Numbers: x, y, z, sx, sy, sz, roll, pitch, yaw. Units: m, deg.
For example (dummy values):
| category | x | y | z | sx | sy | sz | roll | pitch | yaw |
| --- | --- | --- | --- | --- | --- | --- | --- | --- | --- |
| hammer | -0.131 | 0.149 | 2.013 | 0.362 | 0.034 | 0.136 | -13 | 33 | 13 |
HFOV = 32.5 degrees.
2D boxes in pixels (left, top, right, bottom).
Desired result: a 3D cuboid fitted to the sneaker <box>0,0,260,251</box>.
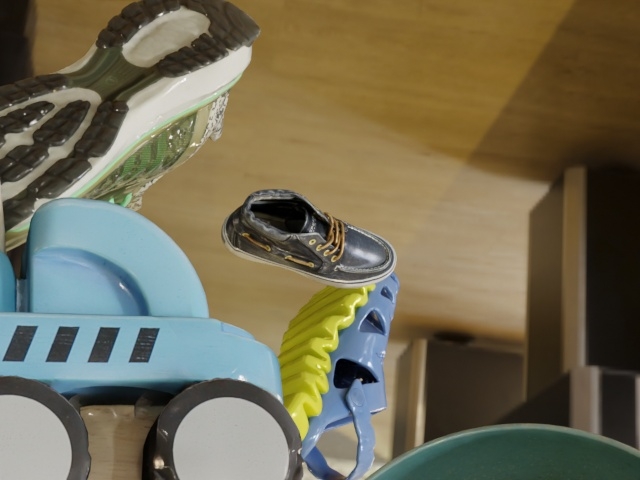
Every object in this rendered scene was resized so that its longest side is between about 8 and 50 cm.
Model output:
| category | x | y | z | sx | sy | sz | roll | pitch | yaw |
| --- | --- | --- | --- | --- | --- | --- | --- | --- | --- |
| sneaker | -0.209 | -0.068 | 1.031 | 0.158 | 0.410 | 0.182 | 32 | 144 | 28 |

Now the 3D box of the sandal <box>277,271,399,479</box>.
| category | x | y | z | sx | sy | sz | roll | pitch | yaw |
| --- | --- | --- | --- | --- | --- | --- | --- | --- | --- |
| sandal | 0.023 | 0.152 | 1.237 | 0.138 | 0.317 | 0.126 | 44 | 136 | -15 |

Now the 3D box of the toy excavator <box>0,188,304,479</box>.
| category | x | y | z | sx | sy | sz | roll | pitch | yaw |
| --- | --- | --- | --- | --- | --- | --- | --- | --- | --- |
| toy excavator | -0.249 | 0.033 | 0.840 | 0.433 | 0.445 | 0.222 | 4 | 150 | -18 |

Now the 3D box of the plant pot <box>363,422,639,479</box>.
| category | x | y | z | sx | sy | sz | roll | pitch | yaw |
| --- | --- | --- | --- | --- | --- | --- | --- | --- | --- |
| plant pot | 0.135 | 0.293 | 0.704 | 0.290 | 0.290 | 0.195 | 0 | 140 | 15 |

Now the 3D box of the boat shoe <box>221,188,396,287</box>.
| category | x | y | z | sx | sy | sz | roll | pitch | yaw |
| --- | --- | --- | --- | --- | --- | --- | --- | --- | --- |
| boat shoe | 0.000 | 0.000 | 1.068 | 0.183 | 0.065 | 0.083 | 11 | 159 | -18 |
